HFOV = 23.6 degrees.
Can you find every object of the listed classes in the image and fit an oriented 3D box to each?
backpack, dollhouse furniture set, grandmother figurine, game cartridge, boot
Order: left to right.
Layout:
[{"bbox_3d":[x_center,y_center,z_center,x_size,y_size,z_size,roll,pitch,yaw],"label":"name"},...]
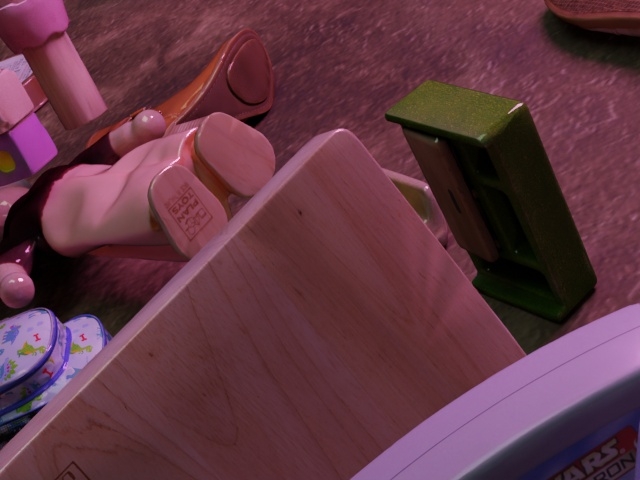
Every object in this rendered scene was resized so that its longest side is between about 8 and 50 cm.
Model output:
[{"bbox_3d":[-0.201,0.102,1.113,0.114,0.084,0.105,-22,35,9],"label":"backpack"},{"bbox_3d":[-0.196,-0.020,1.243,0.342,0.104,0.208,-6,30,49],"label":"grandmother figurine"},{"bbox_3d":[-0.132,-0.110,1.370,0.152,0.073,0.197,-14,32,32],"label":"boot"},{"bbox_3d":[0.000,0.000,1.025,0.197,0.151,0.301,-42,33,-18],"label":"dollhouse furniture set"},{"bbox_3d":[0.112,0.148,0.684,0.297,0.198,0.062,-33,33,-4],"label":"game cartridge"}]

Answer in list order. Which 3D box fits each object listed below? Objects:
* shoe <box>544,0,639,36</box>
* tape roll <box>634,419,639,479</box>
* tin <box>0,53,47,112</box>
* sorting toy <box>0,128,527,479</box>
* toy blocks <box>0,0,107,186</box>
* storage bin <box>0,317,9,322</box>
[{"bbox_3d":[0.247,-0.189,1.189,0.076,0.058,0.219,-64,29,5],"label":"shoe"},{"bbox_3d":[0.231,0.086,0.598,0.090,0.275,0.275,4,46,42],"label":"tape roll"},{"bbox_3d":[-0.372,-0.149,1.653,0.190,0.040,0.106,-18,30,20],"label":"tin"},{"bbox_3d":[-0.012,0.123,0.784,0.255,0.257,0.089,-46,18,-24],"label":"sorting toy"},{"bbox_3d":[-0.380,-0.130,1.217,0.288,0.260,0.309,-17,20,26],"label":"toy blocks"},{"bbox_3d":[-0.390,0.151,1.165,0.262,0.123,0.260,-23,33,11],"label":"storage bin"}]
